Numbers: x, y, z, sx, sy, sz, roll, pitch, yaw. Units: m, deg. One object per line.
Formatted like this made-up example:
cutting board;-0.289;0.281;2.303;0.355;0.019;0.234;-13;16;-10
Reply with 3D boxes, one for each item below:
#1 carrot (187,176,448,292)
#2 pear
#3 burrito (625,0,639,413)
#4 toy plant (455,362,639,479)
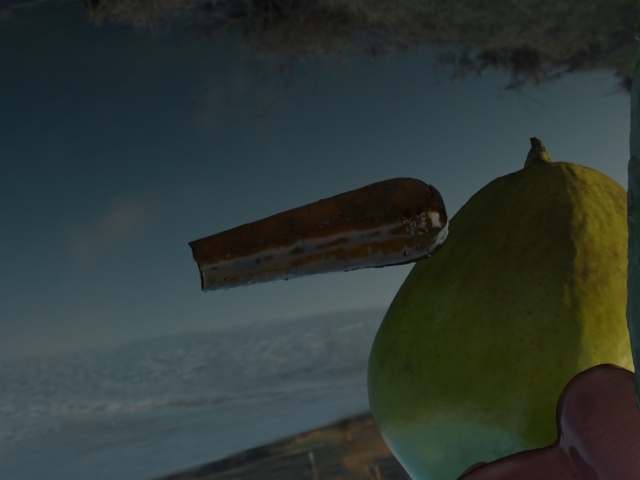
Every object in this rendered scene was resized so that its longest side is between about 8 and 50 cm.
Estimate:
carrot;0.000;0.000;0.634;0.161;0.055;0.055;-13;168;-4
pear;0.194;0.087;0.897;0.287;0.375;0.287;3;167;1
burrito;0.141;-0.079;0.341;0.066;0.309;0.096;0;165;25
toy plant;0.200;0.127;0.488;0.356;0.210;0.317;-34;124;12
